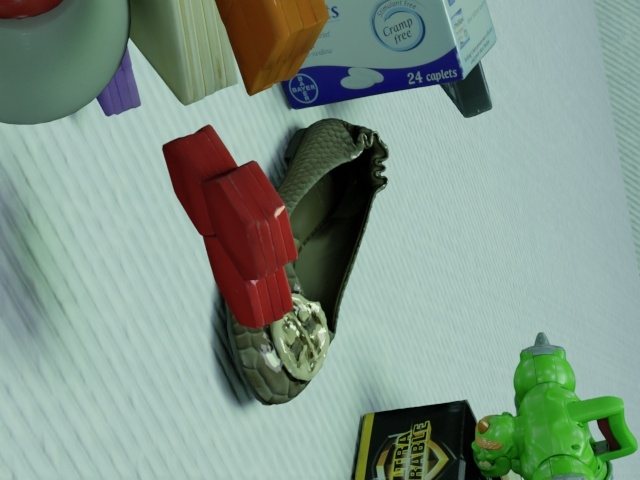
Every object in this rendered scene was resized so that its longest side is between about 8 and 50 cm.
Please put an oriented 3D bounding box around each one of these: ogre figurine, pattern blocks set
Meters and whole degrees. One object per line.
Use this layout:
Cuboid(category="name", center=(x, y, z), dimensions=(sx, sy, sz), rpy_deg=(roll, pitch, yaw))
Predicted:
Cuboid(category="ogre figurine", center=(0.149, 0.143, 0.821), dimensions=(0.197, 0.097, 0.118), rpy_deg=(-63, 150, -44))
Cuboid(category="pattern blocks set", center=(-0.074, -0.143, 0.436), dimensions=(0.285, 0.026, 0.325), rpy_deg=(55, -20, 29))

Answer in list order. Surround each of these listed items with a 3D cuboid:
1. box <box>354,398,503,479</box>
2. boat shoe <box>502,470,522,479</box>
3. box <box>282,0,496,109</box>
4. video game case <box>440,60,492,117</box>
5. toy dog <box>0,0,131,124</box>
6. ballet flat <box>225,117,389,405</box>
Cuboid(category="box", center=(0.100, 0.303, 0.845), dimensions=(0.257, 0.079, 0.322), rpy_deg=(-77, 149, -46))
Cuboid(category="boat shoe", center=(0.139, 0.252, 1.015), dimensions=(0.072, 0.068, 0.190), rpy_deg=(-38, 106, -55))
Cuboid(category="box", center=(0.026, -0.163, 0.805), dimensions=(0.072, 0.126, 0.137), rpy_deg=(-49, 126, -52))
Cuboid(category="video game case", center=(0.060, -0.218, 0.955), dimensions=(0.274, 0.026, 0.196), rpy_deg=(-105, 176, -68))
Cuboid(category="toy dog", center=(-0.131, -0.113, 0.288), dimensions=(0.220, 0.161, 0.333), rpy_deg=(-62, 178, -33))
Cuboid(category="ballet flat", center=(0.000, 0.000, 0.756), dimensions=(0.250, 0.058, 0.084), rpy_deg=(-70, 143, -56))
